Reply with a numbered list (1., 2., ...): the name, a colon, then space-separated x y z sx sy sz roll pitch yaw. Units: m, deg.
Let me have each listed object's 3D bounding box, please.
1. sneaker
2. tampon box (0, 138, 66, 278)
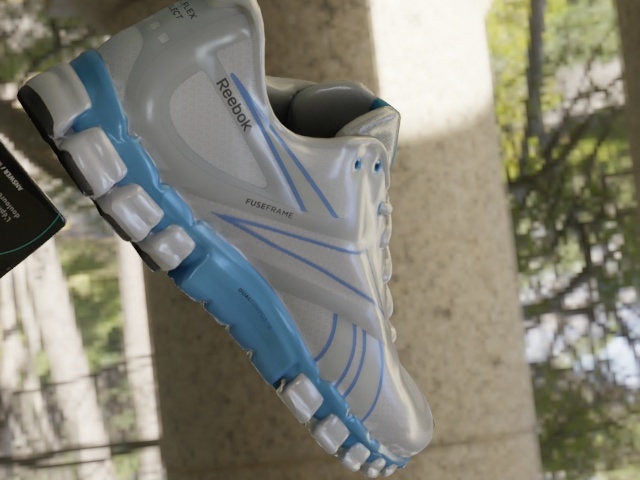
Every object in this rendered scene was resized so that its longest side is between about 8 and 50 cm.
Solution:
1. sneaker: 0.000 0.000 0.427 0.083 0.071 0.190 -39 131 -1
2. tampon box: -0.201 -0.009 0.526 0.161 0.120 0.101 -40 -156 -10
